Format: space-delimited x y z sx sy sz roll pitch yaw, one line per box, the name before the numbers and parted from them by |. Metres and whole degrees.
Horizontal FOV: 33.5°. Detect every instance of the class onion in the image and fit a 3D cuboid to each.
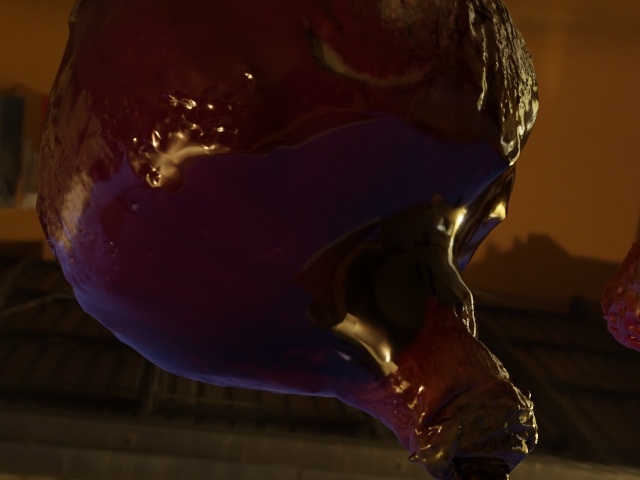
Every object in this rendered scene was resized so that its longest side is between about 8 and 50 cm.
onion | 0.000 0.000 0.765 0.398 0.420 0.398 -17 155 -8

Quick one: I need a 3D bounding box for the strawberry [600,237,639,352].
strawberry | 0.472 0.062 1.369 0.149 0.265 0.336 -5 163 -29
